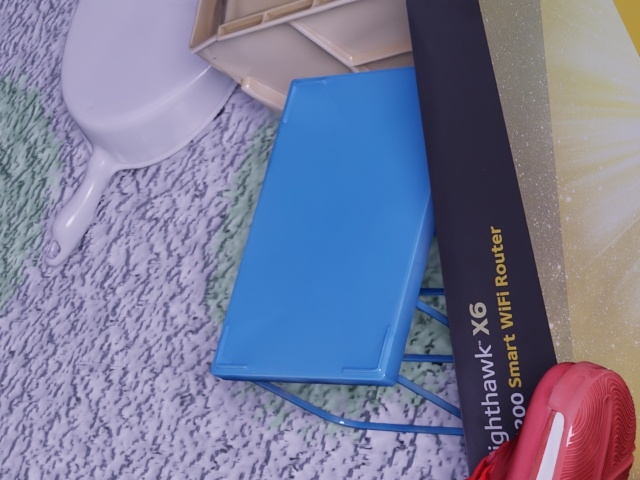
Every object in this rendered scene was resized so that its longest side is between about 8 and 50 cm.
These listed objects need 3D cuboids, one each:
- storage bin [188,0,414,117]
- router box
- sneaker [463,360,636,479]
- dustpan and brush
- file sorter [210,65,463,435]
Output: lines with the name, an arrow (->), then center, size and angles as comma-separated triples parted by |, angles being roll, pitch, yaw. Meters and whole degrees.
storage bin -> 0.068, -0.219, 1.059 | 0.260, 0.123, 0.262 | -11, 60, 39
router box -> 0.164, -0.046, 0.804 | 0.243, 0.081, 0.309 | -8, 90, 40
sneaker -> 0.052, 0.128, 0.813 | 0.128, 0.087, 0.221 | 28, 122, 25
dustpan and brush -> -0.135, -0.081, 1.224 | 0.147, 0.060, 0.211 | 28, 81, 35
file sorter -> 0.038, 0.008, 0.968 | 0.118, 0.104, 0.170 | -2, 66, 42
